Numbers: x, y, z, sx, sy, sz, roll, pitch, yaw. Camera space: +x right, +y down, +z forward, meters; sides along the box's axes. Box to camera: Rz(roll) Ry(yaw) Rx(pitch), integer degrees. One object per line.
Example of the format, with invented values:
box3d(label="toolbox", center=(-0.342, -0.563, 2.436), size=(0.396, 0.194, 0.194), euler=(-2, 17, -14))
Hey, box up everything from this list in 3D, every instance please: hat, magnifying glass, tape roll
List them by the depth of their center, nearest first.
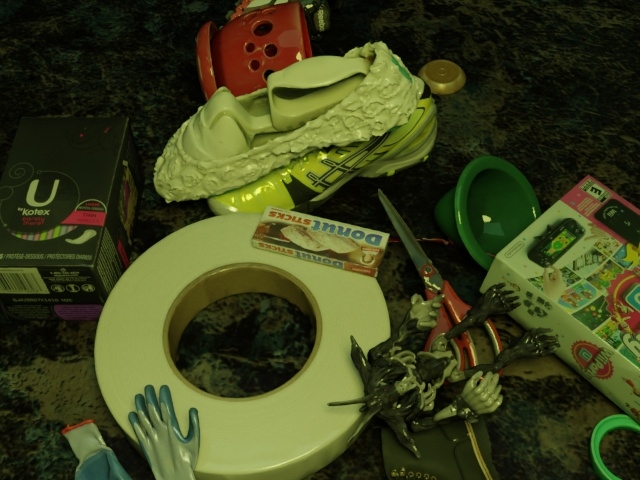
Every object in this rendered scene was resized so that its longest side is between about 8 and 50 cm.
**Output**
box3d(label="magnifying glass", center=(0.393, 0.312, 0.986), size=(0.092, 0.026, 0.231), euler=(-13, 55, -7))
box3d(label="tape roll", center=(-0.099, 0.133, 1.108), size=(0.392, 0.072, 0.392), euler=(-1, 54, 2))
box3d(label="hat", center=(0.192, -0.026, 1.239), size=(0.208, 0.183, 0.173), euler=(31, 64, -29))

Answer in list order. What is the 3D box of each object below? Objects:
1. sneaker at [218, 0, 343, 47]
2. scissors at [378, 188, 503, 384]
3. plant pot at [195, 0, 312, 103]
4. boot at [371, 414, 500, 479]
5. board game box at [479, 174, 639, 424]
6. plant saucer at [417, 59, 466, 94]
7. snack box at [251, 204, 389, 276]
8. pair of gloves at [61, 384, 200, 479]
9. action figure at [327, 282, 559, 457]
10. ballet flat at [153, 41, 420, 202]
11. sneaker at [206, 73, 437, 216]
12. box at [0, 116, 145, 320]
box3d(label="sneaker", center=(-0.060, -0.390, 1.470), size=(0.135, 0.098, 0.276), euler=(30, 59, 25))
box3d(label="scissors", center=(0.162, 0.055, 1.135), size=(0.109, 0.021, 0.297), euler=(-14, 72, -2))
box3d(label="plant pot", center=(-0.098, -0.270, 1.335), size=(0.174, 0.191, 0.191), euler=(-11, 54, 5))
box3d(label="boot", center=(0.142, 0.296, 0.986), size=(0.137, 0.077, 0.198), euler=(-10, 41, 1))
box3d(label="board game box", center=(0.398, 0.079, 1.088), size=(0.224, 0.097, 0.303), euler=(-37, 66, -28))
box3d(label="plant saucer", center=(0.208, -0.284, 1.434), size=(0.083, 0.015, 0.083), euler=(-1, 54, 1))
box3d(label="snack box", center=(0.000, 0.000, 1.144), size=(0.178, 0.022, 0.064), euler=(13, 53, 12))
box3d(label="pair of gloves", center=(-0.216, 0.263, 0.980), size=(0.198, 0.023, 0.159), euler=(-27, 79, 16))
box3d(label="action figure", center=(0.144, 0.141, 0.994), size=(0.275, 0.141, 0.164), euler=(-25, 73, -28))
box3d(label="ballet flat", center=(-0.070, -0.176, 1.154), size=(0.409, 0.147, 0.147), euler=(-18, 53, 13))
box3d(label="sneaker", center=(-0.001, -0.148, 1.262), size=(0.384, 0.147, 0.145), euler=(-26, 59, -14))
box3d(label="box", center=(-0.360, -0.035, 1.195), size=(0.165, 0.143, 0.270), euler=(0, 53, 2))
